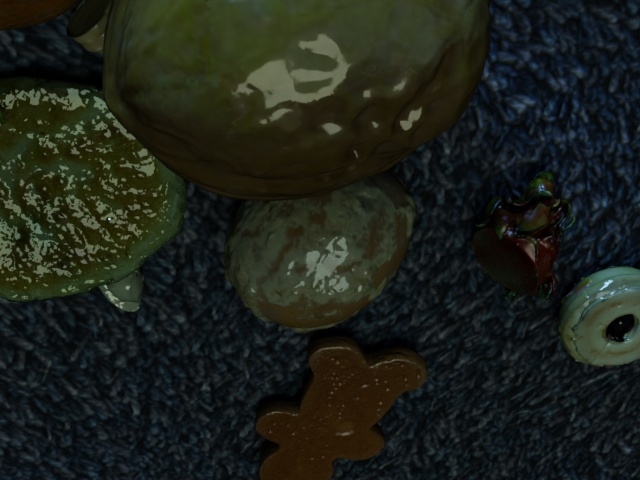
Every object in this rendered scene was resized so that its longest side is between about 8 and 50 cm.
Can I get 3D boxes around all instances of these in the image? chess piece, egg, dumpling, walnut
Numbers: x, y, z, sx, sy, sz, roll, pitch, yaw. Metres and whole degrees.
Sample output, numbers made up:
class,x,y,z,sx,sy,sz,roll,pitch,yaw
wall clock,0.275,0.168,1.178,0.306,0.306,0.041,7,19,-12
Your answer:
class,x,y,z,sx,sy,sz,roll,pitch,yaw
chess piece,-0.213,-0.213,1.282,0.066,0.066,0.122,-36,132,16
egg,0.000,0.000,1.405,0.245,0.203,0.203,-32,128,-1
dumpling,-0.257,0.054,1.491,0.059,0.043,0.077,-1,146,10
walnut,-0.023,-0.202,1.147,0.398,0.308,0.354,-20,172,-19

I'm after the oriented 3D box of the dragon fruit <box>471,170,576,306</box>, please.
class,x,y,z,sx,sy,sz,roll,pitch,yaw
dragon fruit,0.270,-0.001,1.512,0.138,0.142,0.175,36,94,5

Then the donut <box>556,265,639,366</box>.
class,x,y,z,sx,sy,sz,roll,pitch,yaw
donut,0.417,0.105,1.660,0.174,0.068,0.174,-6,131,-7

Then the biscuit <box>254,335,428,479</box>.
class,x,y,z,sx,sy,sz,roll,pitch,yaw
biscuit,0.006,0.260,1.702,0.205,0.049,0.324,14,123,-20

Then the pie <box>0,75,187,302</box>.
class,x,y,z,sx,sy,sz,roll,pitch,yaw
pie,-0.315,-0.063,1.371,0.323,0.070,0.323,-5,124,-7

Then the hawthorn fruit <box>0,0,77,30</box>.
class,x,y,z,sx,sy,sz,roll,pitch,yaw
hawthorn fruit,-0.327,-0.305,1.025,0.277,0.298,0.277,1,105,3

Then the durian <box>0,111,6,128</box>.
class,x,y,z,sx,sy,sz,roll,pitch,yaw
durian,-0.488,-0.220,1.188,0.169,0.158,0.352,-46,122,-21
